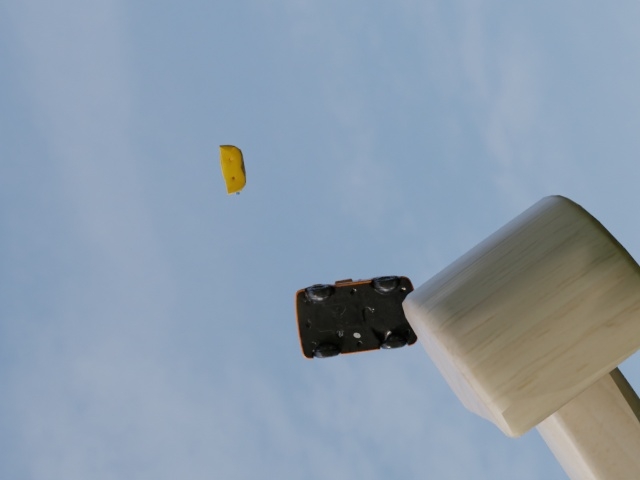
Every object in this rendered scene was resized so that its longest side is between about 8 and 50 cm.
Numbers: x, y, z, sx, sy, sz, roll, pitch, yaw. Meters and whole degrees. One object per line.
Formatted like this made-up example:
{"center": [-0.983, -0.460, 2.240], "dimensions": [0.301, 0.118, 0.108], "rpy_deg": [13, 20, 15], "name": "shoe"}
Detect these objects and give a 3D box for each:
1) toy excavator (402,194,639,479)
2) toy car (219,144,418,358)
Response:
{"center": [0.213, 0.222, 0.656], "dimensions": [0.433, 0.222, 0.445], "rpy_deg": [56, 176, -24], "name": "toy excavator"}
{"center": [0.000, 0.000, 0.850], "dimensions": [0.040, 0.060, 0.122], "rpy_deg": [-118, 3, -84], "name": "toy car"}
